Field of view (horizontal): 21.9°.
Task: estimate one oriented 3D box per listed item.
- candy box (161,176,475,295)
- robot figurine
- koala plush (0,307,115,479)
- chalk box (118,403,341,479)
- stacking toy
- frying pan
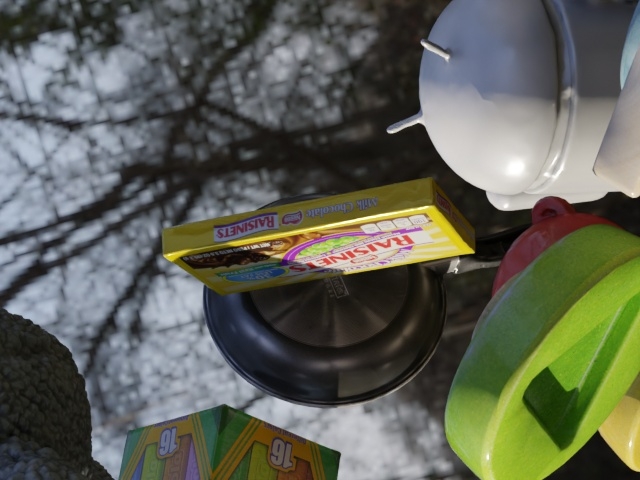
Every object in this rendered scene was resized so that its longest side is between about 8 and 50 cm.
[{"bbox_3d":[0.000,0.000,1.200,0.105,0.206,0.027,38,-135,-63],"label":"candy box"},{"bbox_3d":[0.242,-0.144,1.515,0.200,0.353,0.300,-110,23,-45],"label":"robot figurine"},{"bbox_3d":[-0.148,0.103,0.662,0.196,0.203,0.221,57,146,32],"label":"koala plush"},{"bbox_3d":[-0.084,0.257,1.311,0.132,0.132,0.213,26,-122,-36],"label":"chalk box"},{"bbox_3d":[0.140,-0.031,0.804,0.130,0.309,0.279,36,-154,30],"label":"stacking toy"},{"bbox_3d":[0.069,0.044,1.323,0.053,0.326,0.197,95,179,-59],"label":"frying pan"}]
